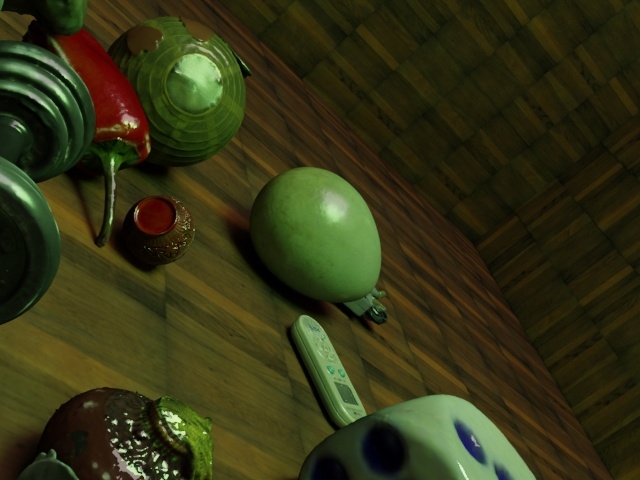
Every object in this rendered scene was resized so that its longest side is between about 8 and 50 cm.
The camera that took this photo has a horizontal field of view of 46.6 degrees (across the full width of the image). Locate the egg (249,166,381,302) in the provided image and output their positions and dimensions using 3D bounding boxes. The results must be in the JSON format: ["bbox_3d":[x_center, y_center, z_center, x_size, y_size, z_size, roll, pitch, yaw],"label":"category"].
[{"bbox_3d":[0.000,0.000,1.376,0.295,0.218,0.218,52,14,-24],"label":"egg"}]

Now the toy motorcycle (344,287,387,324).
[{"bbox_3d":[0.056,0.086,1.581,0.225,0.073,0.152,38,18,-30],"label":"toy motorcycle"}]

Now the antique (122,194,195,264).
[{"bbox_3d":[-0.225,-0.014,1.035,0.104,0.104,0.104,44,17,-18],"label":"antique"}]

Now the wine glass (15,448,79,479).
[{"bbox_3d":[-0.263,0.189,0.481,0.222,0.103,0.103,26,29,-57],"label":"wine glass"}]

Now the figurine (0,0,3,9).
[{"bbox_3d":[-0.423,-0.227,0.744,0.133,0.236,0.176,47,18,-6],"label":"figurine"}]

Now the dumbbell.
[{"bbox_3d":[-0.331,-0.072,0.743,0.179,0.179,0.406,41,18,-28],"label":"dumbbell"}]

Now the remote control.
[{"bbox_3d":[0.009,0.218,1.226,0.078,0.042,0.221,30,27,-51],"label":"remote control"}]

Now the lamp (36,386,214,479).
[{"bbox_3d":[-0.166,0.196,0.654,0.156,0.135,0.157,55,19,19],"label":"lamp"}]

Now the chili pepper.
[{"bbox_3d":[-0.308,-0.163,1.054,0.131,0.134,0.338,-8,56,-48],"label":"chili pepper"}]

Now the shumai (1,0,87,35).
[{"bbox_3d":[-0.474,-0.408,0.884,0.324,0.323,0.397,-128,-159,-49],"label":"shumai"}]

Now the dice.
[{"bbox_3d":[0.137,0.353,0.918,0.251,0.243,0.259,28,30,-51],"label":"dice"}]

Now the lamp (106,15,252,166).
[{"bbox_3d":[-0.254,-0.246,1.261,0.250,0.250,0.284,43,-17,-21],"label":"lamp"}]
